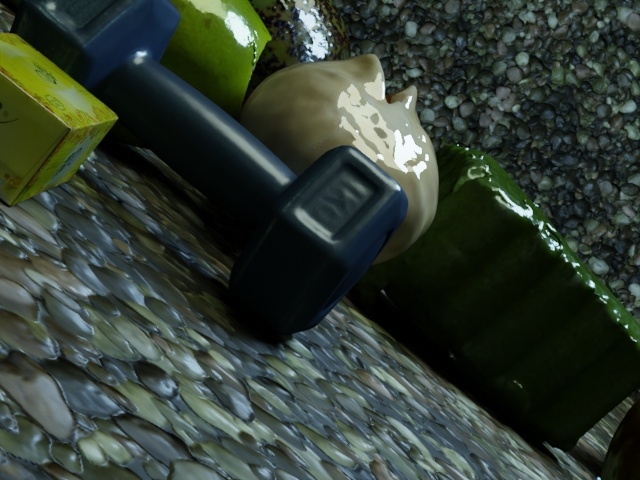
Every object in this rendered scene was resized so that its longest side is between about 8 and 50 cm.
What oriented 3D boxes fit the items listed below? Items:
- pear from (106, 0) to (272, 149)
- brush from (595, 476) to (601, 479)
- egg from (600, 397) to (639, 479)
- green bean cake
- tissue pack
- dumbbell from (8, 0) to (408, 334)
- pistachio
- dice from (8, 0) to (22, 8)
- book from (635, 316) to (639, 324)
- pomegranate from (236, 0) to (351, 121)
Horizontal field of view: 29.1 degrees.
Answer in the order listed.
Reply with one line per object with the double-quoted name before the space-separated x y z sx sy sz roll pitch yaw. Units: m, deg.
"pear" -0.164 -0.178 1.124 0.220 0.187 0.187 23 10 -13
"brush" 0.313 0.272 1.380 0.013 0.016 0.084 29 3 20
"egg" 0.341 0.208 0.986 0.238 0.238 0.289 39 -3 0
"green bean cake" 0.205 0.067 1.437 0.319 0.218 0.335 46 11 -9
"tissue pack" -0.194 -0.082 0.780 0.095 0.062 0.176 38 7 -4
"dumbbell" -0.090 -0.074 0.930 0.316 0.143 0.156 39 3 9
"pistachio" 0.003 -0.066 1.161 0.193 0.214 0.318 36 -7 -13
"dice" -0.256 -0.359 1.546 0.252 0.249 0.254 42 8 29
"book" 0.515 0.300 1.583 0.428 0.039 0.300 47 16 -51
"pomegranate" -0.120 -0.267 1.843 0.341 0.285 0.285 -19 51 -43
